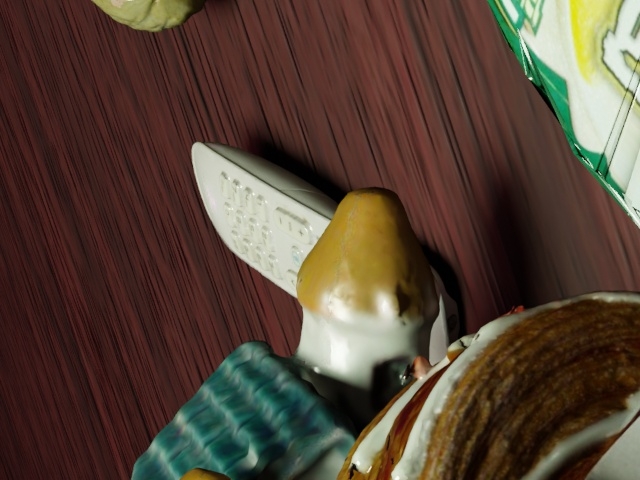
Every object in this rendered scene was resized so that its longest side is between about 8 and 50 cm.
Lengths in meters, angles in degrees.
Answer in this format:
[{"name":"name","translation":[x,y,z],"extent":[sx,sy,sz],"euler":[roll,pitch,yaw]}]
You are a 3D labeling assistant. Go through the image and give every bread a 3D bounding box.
[{"name":"bread","translation":[0.098,0.126,0.568],"extent":[0.142,0.224,0.212],"euler":[128,141,-60]}]

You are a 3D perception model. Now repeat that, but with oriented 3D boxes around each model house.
[{"name":"model house","translation":[0.029,0.133,0.691],"extent":[0.190,0.271,0.301],"euler":[-144,52,-67]}]

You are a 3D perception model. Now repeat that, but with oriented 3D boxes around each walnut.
[{"name":"walnut","translation":[-0.098,-0.163,0.936],"extent":[0.092,0.092,0.092],"euler":[47,147,43]}]

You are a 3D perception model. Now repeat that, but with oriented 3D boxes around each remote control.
[{"name":"remote control","translation":[0.000,0.000,0.902],"extent":[0.229,0.044,0.073],"euler":[29,138,45]}]

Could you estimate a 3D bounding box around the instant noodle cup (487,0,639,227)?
[{"name":"instant noodle cup","translation":[0.145,-0.118,0.316],"extent":[0.240,0.178,0.240],"euler":[47,148,42]}]
